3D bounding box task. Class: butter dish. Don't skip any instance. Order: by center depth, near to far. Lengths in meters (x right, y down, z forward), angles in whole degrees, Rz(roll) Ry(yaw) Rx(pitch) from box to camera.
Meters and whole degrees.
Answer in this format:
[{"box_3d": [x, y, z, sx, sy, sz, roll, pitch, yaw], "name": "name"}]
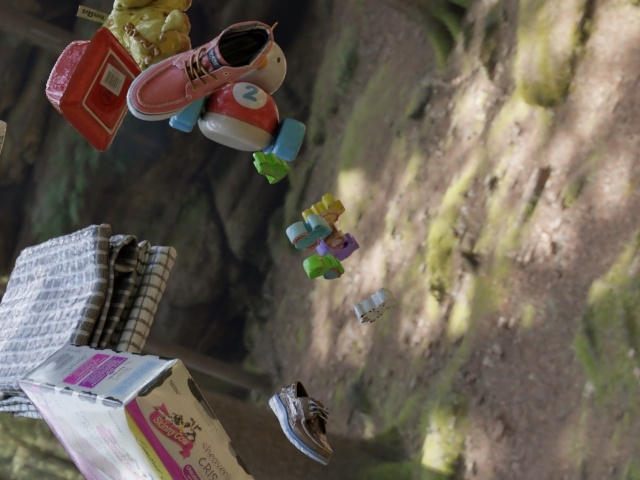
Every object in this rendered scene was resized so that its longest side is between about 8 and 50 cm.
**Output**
[{"box_3d": [-0.379, -0.248, 1.705, 0.159, 0.118, 0.160, -65, -25, -14], "name": "butter dish"}]

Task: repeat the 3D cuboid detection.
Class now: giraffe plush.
[{"box_3d": [-0.293, -0.361, 1.870, 0.170, 0.210, 0.181, 40, 129, 41], "name": "giraffe plush"}]

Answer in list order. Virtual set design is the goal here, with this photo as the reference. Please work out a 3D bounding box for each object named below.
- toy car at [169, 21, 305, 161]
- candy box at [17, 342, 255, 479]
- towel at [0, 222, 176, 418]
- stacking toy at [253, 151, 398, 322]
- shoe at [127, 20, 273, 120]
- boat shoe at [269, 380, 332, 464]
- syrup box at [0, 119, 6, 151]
[{"box_3d": [-0.122, -0.280, 1.876, 0.210, 0.219, 0.237, -179, 107, -79], "name": "toy car"}, {"box_3d": [-0.179, 0.186, 1.028, 0.071, 0.159, 0.233, -41, 23, -32], "name": "candy box"}, {"box_3d": [-0.341, 0.109, 1.413, 0.284, 0.121, 0.235, -14, 51, 46], "name": "towel"}, {"box_3d": [0.000, 0.000, 1.265, 0.052, 0.221, 0.167, -36, 62, 12], "name": "stacking toy"}, {"box_3d": [-0.137, -0.197, 1.221, 0.178, 0.063, 0.081, -28, 1, -19], "name": "shoe"}, {"box_3d": [-0.023, 0.276, 1.664, 0.066, 0.066, 0.183, -50, 36, 3], "name": "boat shoe"}, {"box_3d": [-0.586, -0.166, 1.539, 0.093, 0.237, 0.096, -57, -11, -72], "name": "syrup box"}]
